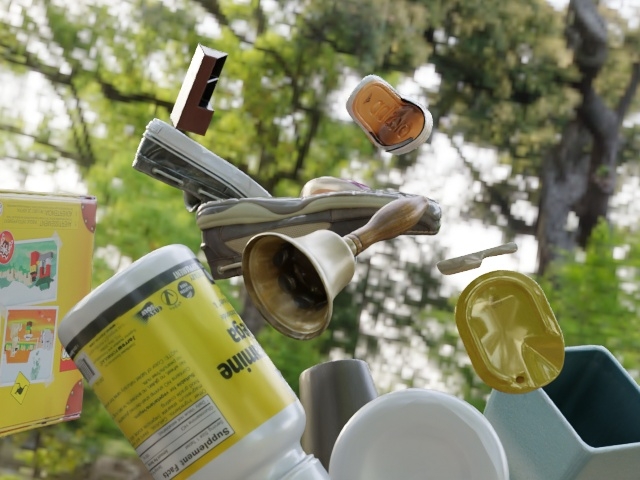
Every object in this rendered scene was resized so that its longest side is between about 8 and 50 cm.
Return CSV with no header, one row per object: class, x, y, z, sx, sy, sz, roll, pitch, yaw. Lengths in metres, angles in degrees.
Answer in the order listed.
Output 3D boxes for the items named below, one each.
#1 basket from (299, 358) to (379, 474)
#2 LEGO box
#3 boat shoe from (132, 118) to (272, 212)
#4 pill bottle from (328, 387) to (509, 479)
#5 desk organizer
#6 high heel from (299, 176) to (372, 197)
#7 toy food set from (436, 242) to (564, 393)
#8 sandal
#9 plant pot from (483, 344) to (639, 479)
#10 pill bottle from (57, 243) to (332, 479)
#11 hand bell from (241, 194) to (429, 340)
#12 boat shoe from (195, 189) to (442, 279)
basket,0.043,0.336,2.372,0.204,0.226,0.154,2,-28,-30
LEGO box,-0.545,0.102,2.012,0.193,0.372,0.500,5,1,19
boat shoe,-0.221,-0.107,2.551,0.335,0.119,0.121,32,1,-34
pill bottle,0.144,0.324,1.856,0.229,0.229,0.407,9,-7,8
desk organizer,-0.183,-0.230,2.075,0.050,0.130,0.047,15,22,-24
high heel,0.037,-0.017,2.084,0.181,0.127,0.377,7,-9,-29
toy food set,0.255,0.114,1.851,0.128,0.217,0.071,-22,-24,6
sandal,0.120,-0.184,2.161,0.076,0.102,0.265,45,10,25
plant pot,0.428,0.362,2.378,0.248,0.252,0.247,0,38,-36
pill bottle,-0.138,0.186,1.560,0.334,0.188,0.188,54,-12,5
hand bell,0.040,0.001,1.498,0.126,0.126,0.242,-3,22,47
boat shoe,0.000,0.000,1.831,0.355,0.130,0.132,-3,3,27
